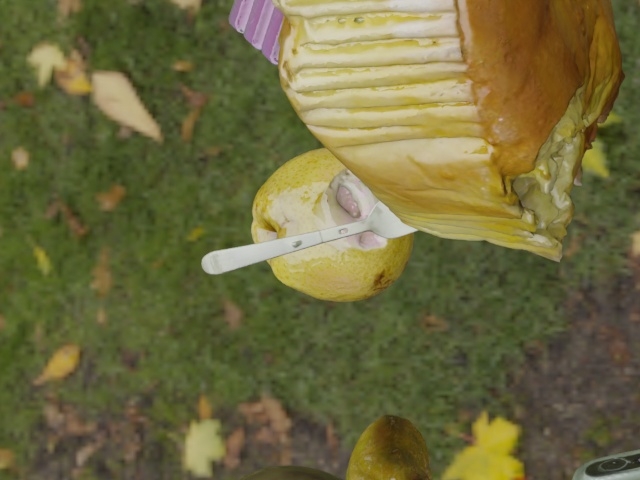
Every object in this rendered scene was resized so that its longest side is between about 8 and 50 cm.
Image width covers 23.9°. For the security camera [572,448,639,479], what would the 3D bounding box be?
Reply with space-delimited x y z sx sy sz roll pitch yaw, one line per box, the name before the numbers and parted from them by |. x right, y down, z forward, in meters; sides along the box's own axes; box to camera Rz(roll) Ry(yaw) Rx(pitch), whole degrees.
security camera | 0.460 0.296 1.869 0.301 0.157 0.080 -12 100 10

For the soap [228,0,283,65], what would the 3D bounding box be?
soap | 0.002 -0.241 1.226 0.122 0.065 0.203 45 124 44

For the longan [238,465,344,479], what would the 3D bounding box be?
longan | -0.013 0.292 1.418 0.185 0.204 0.159 30 101 47

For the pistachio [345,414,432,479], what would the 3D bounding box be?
pistachio | 0.086 0.303 1.925 0.189 0.110 0.100 -94 -11 -60

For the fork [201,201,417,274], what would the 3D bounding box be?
fork | 0.001 -0.002 1.268 0.219 0.028 0.034 -15 101 17

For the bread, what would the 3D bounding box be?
bread | 0.077 -0.104 0.799 0.133 0.250 0.179 -3 56 25

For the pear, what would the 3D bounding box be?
pear | 0.011 -0.016 1.620 0.178 0.178 0.178 -7 81 53
